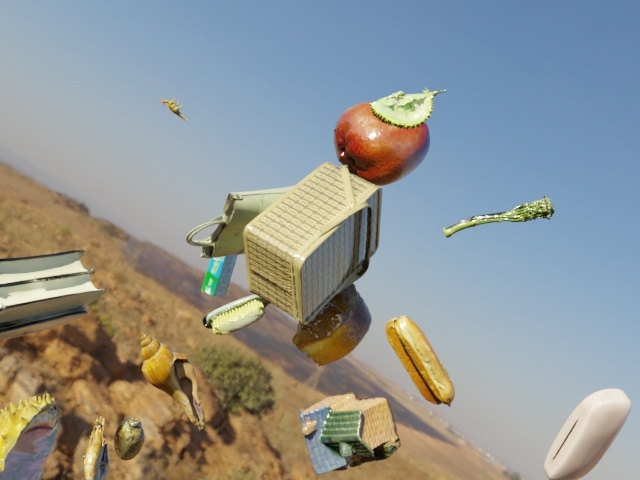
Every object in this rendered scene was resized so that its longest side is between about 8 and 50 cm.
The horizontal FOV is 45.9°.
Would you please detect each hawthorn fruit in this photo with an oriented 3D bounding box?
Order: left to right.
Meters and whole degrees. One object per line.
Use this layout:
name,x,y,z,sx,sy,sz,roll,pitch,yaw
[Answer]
hawthorn fruit,0.198,-0.309,2.420,0.312,0.295,0.295,-1,-9,1

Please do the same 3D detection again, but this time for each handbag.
handbag,-0.759,0.158,1.924,0.160,0.237,0.358,61,25,10
handbag,-0.177,-0.046,1.784,0.315,0.241,0.109,-6,59,-31

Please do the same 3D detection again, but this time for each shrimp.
shrimp,-0.510,0.493,1.762,0.045,0.162,0.095,-15,-37,22

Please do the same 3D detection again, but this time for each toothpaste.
toothpaste,-0.274,0.030,2.199,0.050,0.266,0.065,23,12,23

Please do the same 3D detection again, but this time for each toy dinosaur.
toy dinosaur,-0.457,-0.423,2.412,0.113,0.041,0.026,36,-5,-22

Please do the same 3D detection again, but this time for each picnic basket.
picnic basket,0.000,0.000,1.686,0.175,0.313,0.228,29,-38,26

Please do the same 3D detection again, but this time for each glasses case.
glasses case,0.591,0.440,1.685,0.113,0.296,0.075,-1,38,-20

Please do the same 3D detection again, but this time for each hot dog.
hot dog,0.218,0.261,1.606,0.092,0.062,0.235,-11,-67,56

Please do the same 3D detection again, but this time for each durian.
durian,-0.519,0.360,1.224,0.186,0.305,0.196,35,-33,-10
durian,0.236,-0.347,2.011,0.086,0.215,0.100,-124,-156,-60

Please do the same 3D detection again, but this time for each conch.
conch,-0.382,0.360,1.948,0.093,0.109,0.330,5,-50,39

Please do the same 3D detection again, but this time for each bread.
bread,0.047,0.196,1.870,0.140,0.229,0.143,-15,-56,40

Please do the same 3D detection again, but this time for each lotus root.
lotus root,-0.553,0.574,2.175,0.081,0.179,0.089,-1,44,-28

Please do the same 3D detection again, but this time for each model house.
model house,0.048,0.427,1.651,0.183,0.166,0.172,-19,-8,38

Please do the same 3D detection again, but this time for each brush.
brush,-0.135,0.154,1.772,0.068,0.297,0.060,64,1,-46

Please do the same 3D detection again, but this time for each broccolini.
broccolini,0.382,-0.045,1.622,0.239,0.054,0.051,-14,-10,10
